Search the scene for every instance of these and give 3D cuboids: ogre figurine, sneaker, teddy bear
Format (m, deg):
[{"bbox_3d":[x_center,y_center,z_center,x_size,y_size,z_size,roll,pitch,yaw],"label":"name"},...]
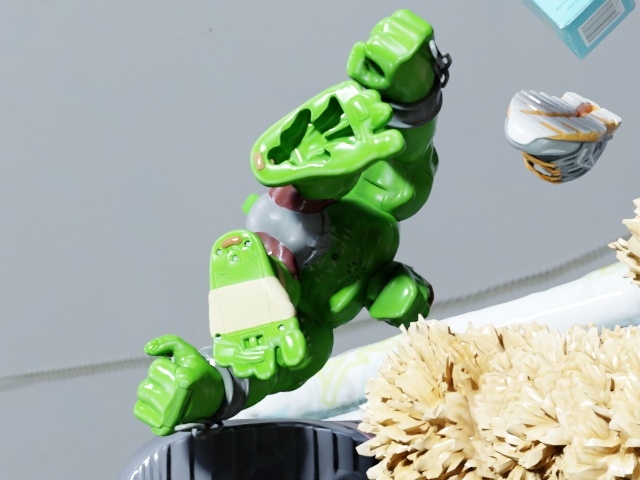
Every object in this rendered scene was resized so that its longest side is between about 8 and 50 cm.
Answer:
[{"bbox_3d":[0.000,0.000,0.617,0.097,0.118,0.197,12,84,20],"label":"ogre figurine"},{"bbox_3d":[0.014,0.146,0.721,0.319,0.131,0.112,13,85,-36],"label":"sneaker"},{"bbox_3d":[0.230,-0.093,1.337,0.084,0.215,0.083,36,110,23],"label":"sneaker"},{"bbox_3d":[0.169,0.089,0.480,0.338,0.113,0.245,5,93,24],"label":"teddy bear"}]

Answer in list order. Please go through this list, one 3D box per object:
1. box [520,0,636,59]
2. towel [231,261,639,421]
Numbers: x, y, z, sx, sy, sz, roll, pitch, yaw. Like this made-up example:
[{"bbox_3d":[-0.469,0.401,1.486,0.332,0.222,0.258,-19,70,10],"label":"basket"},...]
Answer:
[{"bbox_3d":[0.124,-0.246,1.024,0.060,0.100,0.244,-45,73,9],"label":"box"},{"bbox_3d":[0.107,0.098,1.061,0.375,0.320,0.090,-19,82,18],"label":"towel"}]
